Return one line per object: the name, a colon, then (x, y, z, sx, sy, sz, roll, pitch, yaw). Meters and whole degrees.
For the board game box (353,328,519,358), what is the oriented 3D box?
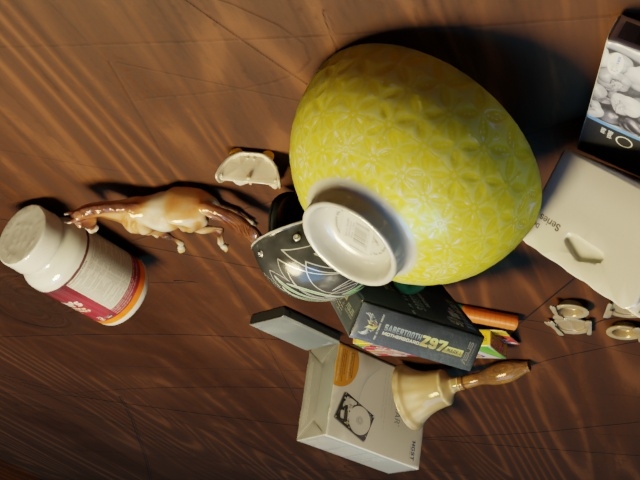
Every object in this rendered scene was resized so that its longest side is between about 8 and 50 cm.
board game box: (0.197, 0.173, 1.818, 0.259, 0.039, 0.124, -4, 163, 22)

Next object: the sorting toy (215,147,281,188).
sorting toy: (-0.086, -0.084, 1.388, 0.083, 0.045, 0.075, 6, 162, 7)

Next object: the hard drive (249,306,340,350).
hard drive: (-0.044, 0.157, 1.908, 0.135, 0.022, 0.094, 28, 150, -34)

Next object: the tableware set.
tableware set: (0.428, 0.124, 1.661, 0.168, 0.020, 0.141, 1, 154, 20)

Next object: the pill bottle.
pill bottle: (-0.378, 0.038, 1.659, 0.121, 0.121, 0.221, -8, 150, 34)

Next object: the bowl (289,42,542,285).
bowl: (0.069, -0.045, 1.140, 0.289, 0.156, 0.289, 28, 148, 19)

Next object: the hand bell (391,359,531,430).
hand bell: (0.263, 0.255, 1.940, 0.242, 0.126, 0.126, -19, 144, 27)

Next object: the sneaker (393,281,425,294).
sneaker: (0.133, -0.017, 1.364, 0.107, 0.110, 0.275, 8, 155, 5)

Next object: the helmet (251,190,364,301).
helmet: (0.000, 0.000, 1.382, 0.169, 0.162, 0.169, 10, 153, 5)

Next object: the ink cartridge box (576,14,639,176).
ink cartridge box: (0.369, -0.114, 1.067, 0.208, 0.045, 0.206, 24, 159, 15)

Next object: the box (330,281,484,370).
box: (0.105, 0.090, 1.510, 0.183, 0.059, 0.233, 17, -166, -16)

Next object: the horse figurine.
horse figurine: (-0.204, -0.028, 1.522, 0.263, 0.066, 0.174, -1, 159, 28)

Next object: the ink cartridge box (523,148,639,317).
ink cartridge box: (0.391, 0.016, 1.175, 0.278, 0.117, 0.201, 16, -165, -33)

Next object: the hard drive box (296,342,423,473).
hard drive box: (0.082, 0.315, 2.013, 0.232, 0.181, 0.089, 26, 150, -32)

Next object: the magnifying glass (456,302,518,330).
magnifying glass: (0.199, 0.111, 1.716, 0.230, 0.026, 0.092, 9, 155, 0)
